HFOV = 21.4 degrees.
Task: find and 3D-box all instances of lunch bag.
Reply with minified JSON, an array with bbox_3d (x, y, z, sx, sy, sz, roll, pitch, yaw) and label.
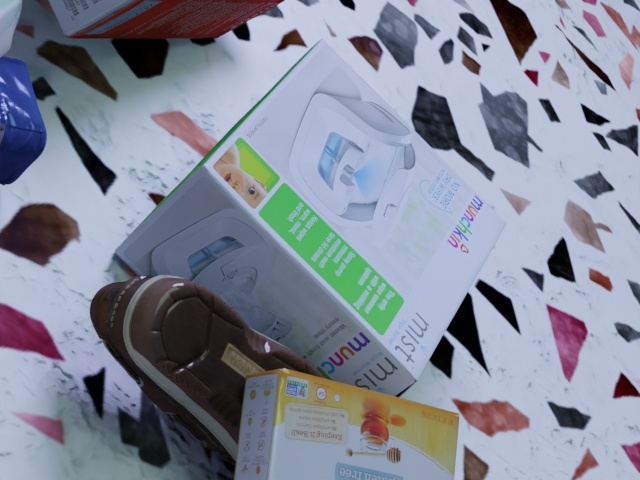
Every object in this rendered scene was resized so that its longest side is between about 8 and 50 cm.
[{"bbox_3d":[-0.249,-0.094,1.229,0.065,0.067,0.098,9,49,-45],"label":"lunch bag"}]

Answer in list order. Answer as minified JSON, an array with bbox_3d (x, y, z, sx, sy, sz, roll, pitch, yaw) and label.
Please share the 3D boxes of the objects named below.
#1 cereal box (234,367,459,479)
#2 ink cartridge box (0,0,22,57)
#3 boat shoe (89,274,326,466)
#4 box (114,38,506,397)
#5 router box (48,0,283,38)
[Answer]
[{"bbox_3d":[0.014,0.222,1.173,0.173,0.047,0.240,17,71,-38],"label":"cereal box"},{"bbox_3d":[-0.334,-0.138,1.133,0.181,0.056,0.224,25,34,9],"label":"ink cartridge box"},{"bbox_3d":[-0.069,0.105,1.224,0.257,0.095,0.095,52,59,-37],"label":"boat shoe"},{"bbox_3d":[0.000,0.000,1.371,0.231,0.127,0.262,45,34,-5],"label":"box"},{"bbox_3d":[-0.181,-0.331,1.394,0.335,0.082,0.301,64,20,2],"label":"router box"}]
